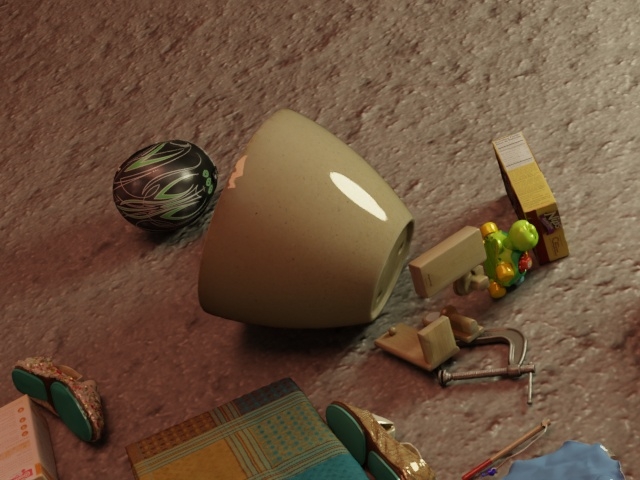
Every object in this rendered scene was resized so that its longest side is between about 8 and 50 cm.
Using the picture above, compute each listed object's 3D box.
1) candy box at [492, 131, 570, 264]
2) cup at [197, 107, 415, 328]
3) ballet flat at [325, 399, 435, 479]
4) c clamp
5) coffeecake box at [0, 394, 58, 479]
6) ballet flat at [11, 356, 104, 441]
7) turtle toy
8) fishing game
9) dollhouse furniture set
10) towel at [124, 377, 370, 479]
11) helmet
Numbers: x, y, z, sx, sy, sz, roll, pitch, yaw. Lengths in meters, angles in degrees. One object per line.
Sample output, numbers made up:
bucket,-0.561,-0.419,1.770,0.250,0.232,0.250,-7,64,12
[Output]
candy box,0.313,-0.065,1.779,0.053,0.109,0.187,-19,38,6
cup,0.000,0.000,1.759,0.237,0.331,0.331,22,54,12
ballet flat,0.082,0.275,1.569,0.067,0.073,0.206,-12,34,-27
c clamp,0.221,0.168,1.632,0.160,0.022,0.137,-5,42,26
coffeecake box,-0.478,0.342,1.789,0.142,0.068,0.185,-27,38,-2
ballet flat,-0.395,0.235,1.861,0.077,0.091,0.241,-23,34,-38
turtle toy,0.271,0.018,1.706,0.066,0.130,0.095,-9,61,-13
fishing game,0.275,0.310,1.403,0.189,0.041,0.264,-35,23,-3
dollhouse furniture set,0.149,0.068,1.672,0.144,0.151,0.123,-31,29,-27
towel,-0.096,0.315,1.550,0.271,0.040,0.370,-21,25,-13
helmet,-0.278,-0.092,2.100,0.169,0.169,0.161,5,31,33
